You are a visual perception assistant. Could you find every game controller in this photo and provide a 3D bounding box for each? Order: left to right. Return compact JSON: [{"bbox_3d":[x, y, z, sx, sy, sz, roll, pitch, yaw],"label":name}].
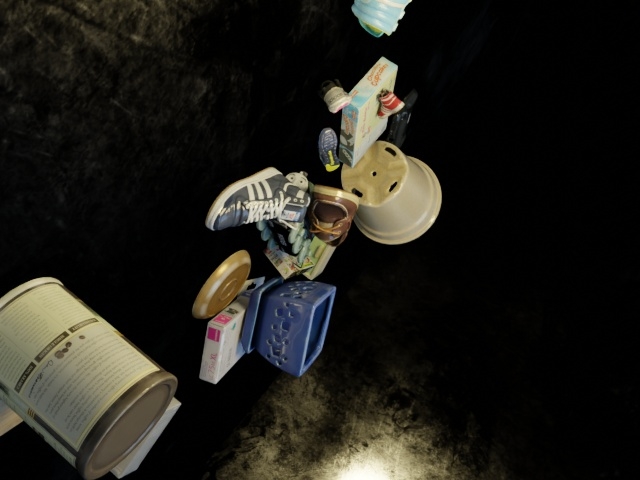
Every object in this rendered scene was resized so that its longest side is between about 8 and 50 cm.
[{"bbox_3d":[0.279,-0.410,2.397,0.319,0.067,0.166,98,16,-65],"label":"game controller"}]

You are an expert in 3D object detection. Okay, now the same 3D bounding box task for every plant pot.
[{"bbox_3d":[-0.269,0.132,1.876,0.236,0.032,0.236,-50,167,-16],"label":"plant pot"},{"bbox_3d":[-0.101,0.240,2.001,0.236,0.212,0.236,-36,140,-70],"label":"plant pot"},{"bbox_3d":[0.218,-0.180,2.252,0.334,0.334,0.305,-54,156,1],"label":"plant pot"}]

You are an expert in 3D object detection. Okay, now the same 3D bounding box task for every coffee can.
[{"bbox_3d":[-0.404,0.219,1.085,0.201,0.275,0.201,-50,167,-16],"label":"coffee can"}]

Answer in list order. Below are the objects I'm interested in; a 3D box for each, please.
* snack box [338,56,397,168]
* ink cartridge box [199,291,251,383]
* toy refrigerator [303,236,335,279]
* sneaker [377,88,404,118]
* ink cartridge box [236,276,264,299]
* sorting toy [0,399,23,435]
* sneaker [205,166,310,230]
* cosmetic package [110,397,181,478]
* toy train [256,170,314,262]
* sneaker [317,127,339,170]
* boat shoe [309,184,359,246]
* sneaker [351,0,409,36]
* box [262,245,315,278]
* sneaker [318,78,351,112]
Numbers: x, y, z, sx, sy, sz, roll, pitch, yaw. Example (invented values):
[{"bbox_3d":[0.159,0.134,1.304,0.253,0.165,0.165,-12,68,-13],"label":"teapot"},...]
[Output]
[{"bbox_3d":[0.134,-0.367,1.959,0.187,0.060,0.322,-51,166,-19],"label":"snack box"},{"bbox_3d":[-0.258,0.275,1.992,0.311,0.065,0.185,-37,142,-66],"label":"ink cartridge box"},{"bbox_3d":[0.000,0.000,2.331,0.094,0.102,0.269,-32,156,-58],"label":"toy refrigerator"},{"bbox_3d":[0.183,-0.386,1.879,0.042,0.067,0.118,-53,-164,-22],"label":"sneaker"},{"bbox_3d":[-0.266,0.227,2.135,0.189,0.066,0.232,-7,110,-72],"label":"ink cartridge box"},{"bbox_3d":[-0.569,0.291,1.194,0.274,0.046,0.132,-36,158,-54],"label":"sorting toy"},{"bbox_3d":[-0.133,-0.073,1.564,0.282,0.153,0.099,-39,159,-49],"label":"sneaker"},{"bbox_3d":[-0.502,0.504,1.799,0.238,0.127,0.107,-56,167,2],"label":"cosmetic package"},{"bbox_3d":[-0.076,-0.066,1.858,0.334,0.142,0.190,75,39,-70],"label":"toy train"},{"bbox_3d":[0.016,-0.260,1.853,0.053,0.059,0.144,-19,140,-11],"label":"sneaker"},{"bbox_3d":[0.030,-0.054,1.773,0.342,0.123,0.123,85,18,-78],"label":"boat shoe"},{"bbox_3d":[0.179,-0.568,1.479,0.319,0.127,0.208,-30,152,-40],"label":"sneaker"},{"bbox_3d":[-0.097,0.057,2.102,0.036,0.114,0.207,-42,171,17],"label":"box"},{"bbox_3d":[0.032,-0.358,1.625,0.063,0.074,0.170,-30,-168,9],"label":"sneaker"}]
